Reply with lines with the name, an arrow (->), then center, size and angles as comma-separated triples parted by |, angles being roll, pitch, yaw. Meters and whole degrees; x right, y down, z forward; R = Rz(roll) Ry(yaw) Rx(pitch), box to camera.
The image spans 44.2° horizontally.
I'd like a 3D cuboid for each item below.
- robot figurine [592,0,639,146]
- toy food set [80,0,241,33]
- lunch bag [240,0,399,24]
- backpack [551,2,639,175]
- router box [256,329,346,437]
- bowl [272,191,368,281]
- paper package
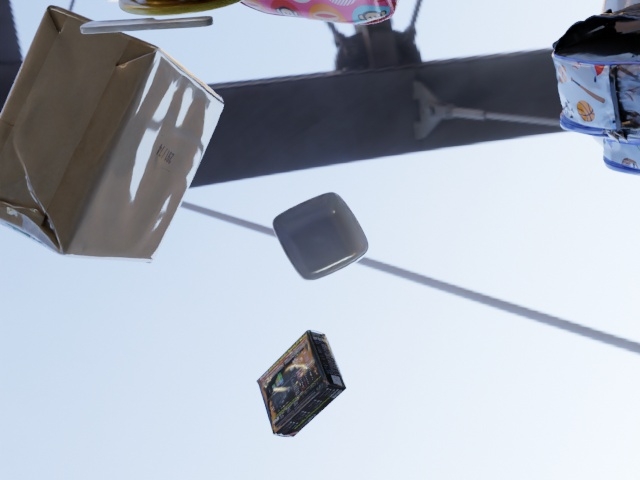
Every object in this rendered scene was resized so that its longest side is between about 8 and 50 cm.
robot figurine -> 0.528, -0.277, 1.232 | 0.199, 0.300, 0.354 | 10, -79, 2
toy food set -> -0.124, -0.257, 0.722 | 0.218, 0.128, 0.071 | -65, -26, -56
lunch bag -> -0.040, -0.411, 1.049 | 0.120, 0.293, 0.258 | -67, -30, -13
backpack -> 0.430, -0.200, 0.970 | 0.276, 0.263, 0.213 | -23, -59, -28
router box -> -0.028, 0.195, 1.068 | 0.038, 0.122, 0.092 | 20, -146, -40
bowl -> 0.000, 0.000, 1.374 | 0.141, 0.053, 0.142 | -25, -112, -12
paper package -> -0.306, -0.133, 1.146 | 0.325, 0.168, 0.310 | 21, -88, -81
